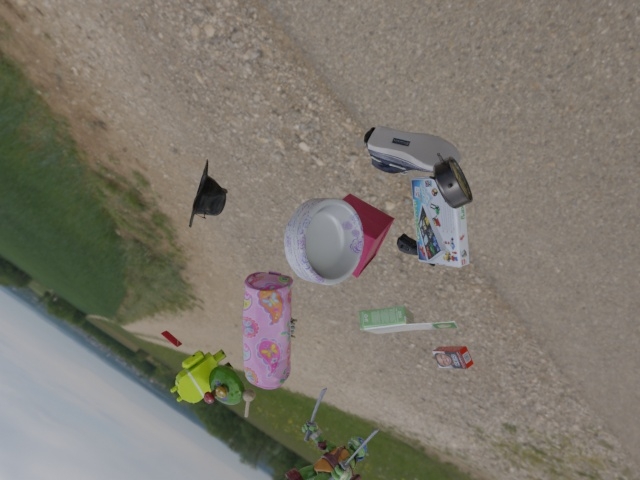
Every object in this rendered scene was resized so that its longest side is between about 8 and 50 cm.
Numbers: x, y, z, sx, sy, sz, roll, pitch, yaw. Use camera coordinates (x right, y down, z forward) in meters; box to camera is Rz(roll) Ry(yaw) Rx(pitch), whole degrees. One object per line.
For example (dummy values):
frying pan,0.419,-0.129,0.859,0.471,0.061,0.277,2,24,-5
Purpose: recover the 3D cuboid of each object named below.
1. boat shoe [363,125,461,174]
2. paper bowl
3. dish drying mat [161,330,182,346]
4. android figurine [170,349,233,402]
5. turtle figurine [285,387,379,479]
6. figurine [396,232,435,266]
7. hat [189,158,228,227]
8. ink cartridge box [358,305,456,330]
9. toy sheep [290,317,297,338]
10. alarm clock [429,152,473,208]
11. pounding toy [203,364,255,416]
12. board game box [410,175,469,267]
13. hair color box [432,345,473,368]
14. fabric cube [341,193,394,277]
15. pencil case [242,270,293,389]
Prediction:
boat shoe,0.322,-0.290,1.604,0.341,0.127,0.158,25,163,22
paper bowl,0.000,0.000,1.528,0.148,0.284,0.284,5,143,50
dish drying mat,-0.558,0.368,1.716,0.083,0.032,0.008,36,114,13
android figurine,-0.528,0.609,2.037,0.056,0.273,0.248,27,145,51
turtle figurine,-0.012,0.534,1.134,0.198,0.266,0.274,39,150,34
figurine,0.486,0.002,2.028,0.209,0.215,0.092,34,161,43
hat,-0.490,-0.191,2.050,0.134,0.331,0.331,17,161,-15
ink cartridge box,0.236,0.209,1.212,0.235,0.056,0.171,-10,162,17
toy sheep,-0.131,0.313,1.679,0.091,0.132,0.091,10,171,2
alarm clock,0.350,-0.140,1.193,0.064,0.129,0.192,-28,146,30
pounding toy,-0.404,0.651,1.936,0.237,0.110,0.183,32,120,18
board game box,0.407,-0.069,1.569,0.193,0.053,0.305,8,109,56
hair color box,0.481,0.425,1.669,0.141,0.043,0.072,-25,88,60
fabric cube,0.160,-0.030,2.205,0.258,0.259,0.254,31,126,13
pencil case,-0.128,0.219,1.126,0.124,0.124,0.284,16,114,36
